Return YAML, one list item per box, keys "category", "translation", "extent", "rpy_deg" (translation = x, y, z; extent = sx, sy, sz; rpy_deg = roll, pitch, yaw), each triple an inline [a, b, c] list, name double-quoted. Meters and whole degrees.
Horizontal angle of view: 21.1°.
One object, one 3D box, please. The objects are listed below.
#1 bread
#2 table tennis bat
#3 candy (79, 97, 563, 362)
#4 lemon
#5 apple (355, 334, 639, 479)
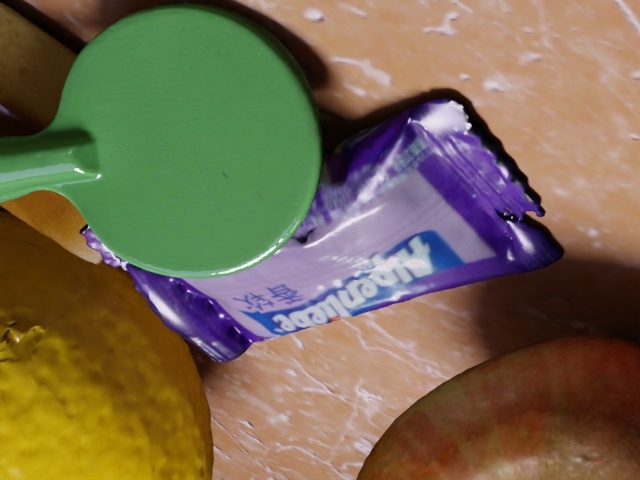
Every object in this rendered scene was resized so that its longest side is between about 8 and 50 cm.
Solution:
- category: "bread"
  translation: [-0.260, -0.125, 1.099]
  extent: [0.361, 0.077, 0.138]
  rpy_deg: [35, 152, -10]
- category: "table tennis bat"
  translation: [-0.119, -0.052, 1.007]
  extent: [0.257, 0.039, 0.160]
  rpy_deg: [-6, 98, 19]
- category: "candy"
  translation: [0.000, 0.000, 1.035]
  extent: [0.275, 0.070, 0.145]
  rpy_deg: [-19, 132, 28]
- category: "lemon"
  translation: [-0.241, 0.140, 1.287]
  extent: [0.336, 0.336, 0.336]
  rpy_deg: [23, 151, 13]
- category: "apple"
  translation: [0.156, 0.209, 1.023]
  extent: [0.301, 0.301, 0.301]
  rpy_deg: [23, 151, 13]
